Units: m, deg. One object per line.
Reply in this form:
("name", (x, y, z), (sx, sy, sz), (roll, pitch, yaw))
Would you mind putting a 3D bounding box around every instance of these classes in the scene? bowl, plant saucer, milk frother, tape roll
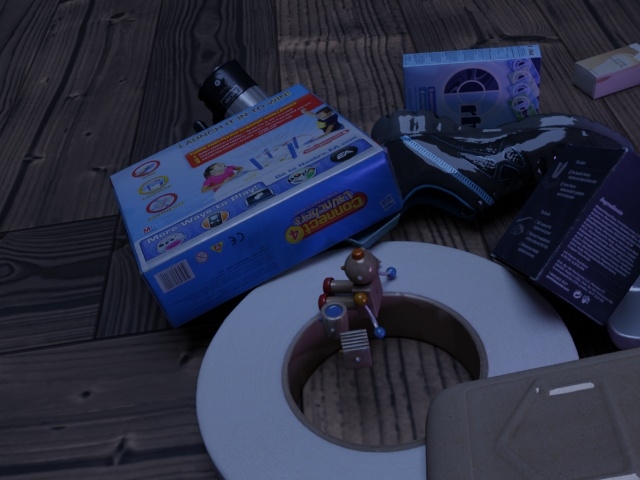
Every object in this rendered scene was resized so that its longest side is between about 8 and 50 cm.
("bowl", (0.372, 0.071, 0.859), (0.141, 0.053, 0.142), (-2, 40, 10))
("plant saucer", (0.017, -0.032, 0.995), (0.067, 0.018, 0.192), (-37, 33, -23))
("milk frother", (-0.114, -0.192, 1.244), (0.135, 0.129, 0.143), (46, 25, 7))
("tape roll", (0.067, 0.151, 0.815), (0.391, 0.072, 0.392), (-5, 39, 5))

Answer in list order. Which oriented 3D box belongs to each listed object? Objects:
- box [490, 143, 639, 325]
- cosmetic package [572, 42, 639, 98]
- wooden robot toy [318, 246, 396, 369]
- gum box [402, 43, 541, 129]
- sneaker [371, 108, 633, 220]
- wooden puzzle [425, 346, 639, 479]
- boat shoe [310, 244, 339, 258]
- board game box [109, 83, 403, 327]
("box", (0.281, -0.013, 0.845), (0.093, 0.158, 0.156), (32, 5, -8))
("cosmetic package", (0.464, -0.267, 1.248), (0.115, 0.041, 0.060), (-20, 41, -12))
("wooden robot toy", (0.033, 0.046, 0.828), (0.076, 0.079, 0.173), (2, 41, 13))
("gum box", (0.213, -0.192, 1.120), (0.184, 0.157, 0.041), (-2, 40, 10))
("sneaker", (0.235, -0.086, 1.051), (0.340, 0.125, 0.140), (1, 68, 9))
("wooden puzzle", (0.244, 0.195, 0.549), (0.347, 0.081, 0.322), (-19, 25, 16))
("boat shoe", (0.000, 0.000, 1.030), (0.040, 0.049, 0.142), (27, 24, -19))
("board game box", (-0.097, -0.063, 1.014), (0.308, 0.086, 0.302), (-27, 31, -7))
